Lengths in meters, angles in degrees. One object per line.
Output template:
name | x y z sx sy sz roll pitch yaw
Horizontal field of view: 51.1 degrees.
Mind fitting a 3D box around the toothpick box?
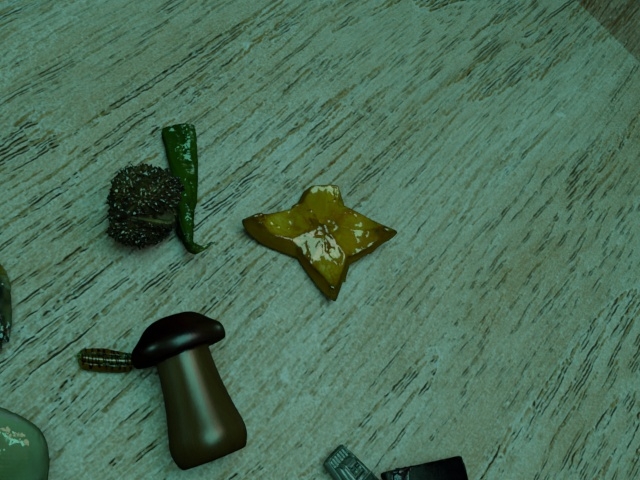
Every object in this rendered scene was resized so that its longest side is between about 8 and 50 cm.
toothpick box | -0.257 0.290 1.331 0.192 0.192 0.295 -14 78 -25

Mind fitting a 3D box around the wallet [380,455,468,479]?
wallet | 0.246 0.576 1.400 0.262 0.071 0.221 9 59 -44

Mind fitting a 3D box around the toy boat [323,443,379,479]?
toy boat | 0.114 0.541 1.398 0.260 0.085 0.078 47 59 6

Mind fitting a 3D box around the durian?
durian | -0.384 -0.072 1.437 0.166 0.196 0.196 6 60 16

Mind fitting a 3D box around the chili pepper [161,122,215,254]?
chili pepper | -0.309 -0.120 1.560 0.084 0.076 0.359 -11 65 -8

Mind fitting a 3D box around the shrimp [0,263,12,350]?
shrimp | -0.690 0.132 1.328 0.150 0.051 0.217 -12 63 -21

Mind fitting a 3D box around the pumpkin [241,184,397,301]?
pumpkin | -0.001 -0.024 1.614 0.290 0.095 0.258 40 64 6

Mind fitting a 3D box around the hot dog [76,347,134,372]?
hot dog | -0.435 0.245 1.369 0.122 0.037 0.049 5 68 -16

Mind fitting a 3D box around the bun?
bun | -0.618 0.412 1.159 0.283 0.179 0.284 1 87 -22
